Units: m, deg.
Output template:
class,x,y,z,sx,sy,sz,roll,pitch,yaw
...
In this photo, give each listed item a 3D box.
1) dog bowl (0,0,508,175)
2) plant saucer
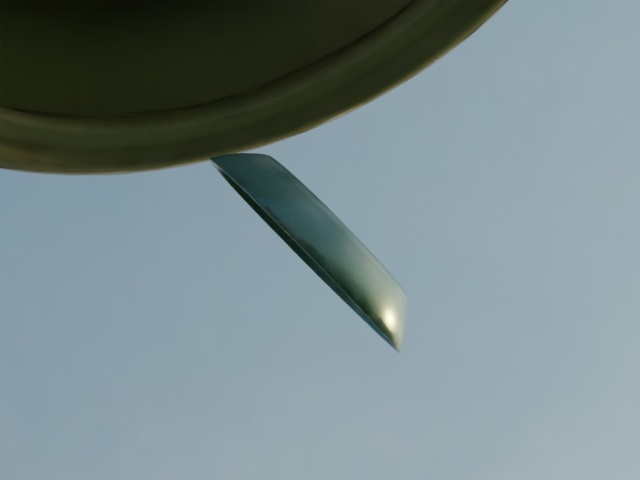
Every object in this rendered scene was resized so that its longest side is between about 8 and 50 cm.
class,x,y,z,sx,sy,sz,roll,pitch,yaw
dog bowl,-0.073,-0.209,0.986,0.408,0.150,0.408,-14,-30,-8
plant saucer,0.000,0.000,0.864,0.021,0.119,0.119,-44,-46,-2
